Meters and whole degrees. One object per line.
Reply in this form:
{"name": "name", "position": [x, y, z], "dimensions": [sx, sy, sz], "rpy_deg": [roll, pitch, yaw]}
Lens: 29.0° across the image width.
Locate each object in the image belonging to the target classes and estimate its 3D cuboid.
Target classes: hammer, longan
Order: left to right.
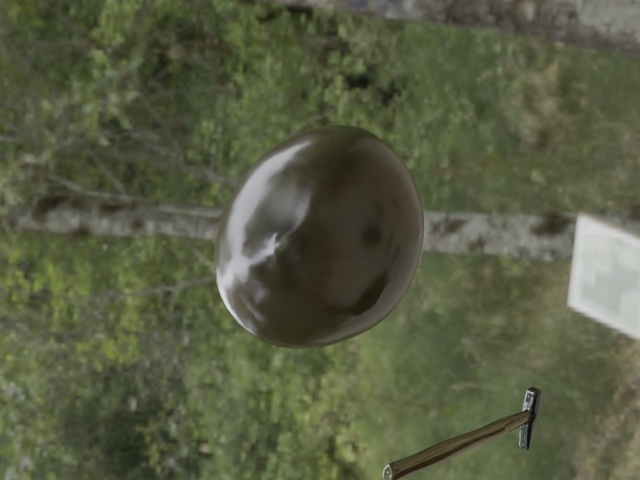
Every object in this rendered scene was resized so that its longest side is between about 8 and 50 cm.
{"name": "longan", "position": [0.000, 0.000, 1.168], "dimensions": [0.220, 0.196, 0.196], "rpy_deg": [-62, -10, -6]}
{"name": "hammer", "position": [0.127, 0.181, 1.086], "dimensions": [0.198, 0.013, 0.062], "rpy_deg": [-13, -63, -41]}
